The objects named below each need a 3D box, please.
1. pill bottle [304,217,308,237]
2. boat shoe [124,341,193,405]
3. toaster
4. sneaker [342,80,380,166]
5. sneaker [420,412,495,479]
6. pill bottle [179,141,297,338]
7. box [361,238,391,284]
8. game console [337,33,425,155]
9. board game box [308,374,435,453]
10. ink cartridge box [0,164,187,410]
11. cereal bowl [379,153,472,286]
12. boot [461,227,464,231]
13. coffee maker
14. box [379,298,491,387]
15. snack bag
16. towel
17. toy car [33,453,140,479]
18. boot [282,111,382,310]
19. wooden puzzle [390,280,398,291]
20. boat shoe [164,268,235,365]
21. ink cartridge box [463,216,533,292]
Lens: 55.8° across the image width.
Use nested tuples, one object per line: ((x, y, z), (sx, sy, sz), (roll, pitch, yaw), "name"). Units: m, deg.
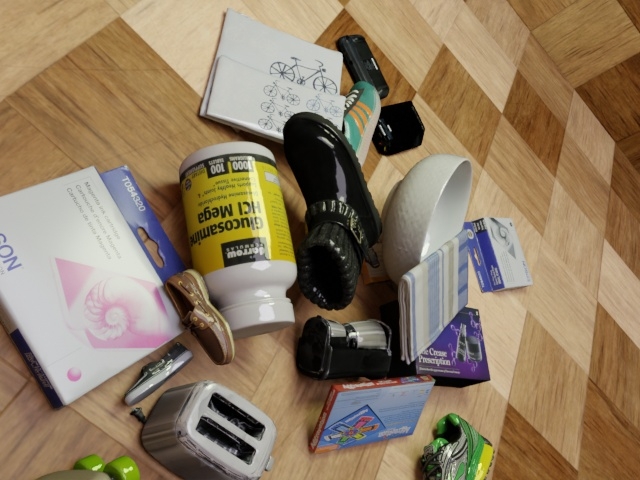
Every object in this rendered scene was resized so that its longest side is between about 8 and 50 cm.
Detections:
((0.000, 0.000, 1.335), (0.065, 0.065, 0.116), (12, 63, -37), "pill bottle")
((-0.275, 0.221, 1.008), (0.040, 0.049, 0.142), (44, 43, 9), "boat shoe")
((-0.180, 0.310, 0.974), (0.227, 0.146, 0.129), (42, 48, -19), "toaster")
((0.065, -0.301, 1.505), (0.121, 0.108, 0.302), (34, 53, -30), "sneaker")
((0.257, 0.520, 1.290), (0.146, 0.134, 0.343), (45, 38, -6), "sneaker")
((-0.147, 0.004, 1.118), (0.187, 0.188, 0.334), (1, 70, -41), "pill bottle")
((0.123, 0.036, 1.454), (0.081, 0.028, 0.136), (-3, 70, -42), "box")
((0.166, -0.416, 1.695), (0.213, 0.044, 0.361), (-23, 87, -46), "game console")
((0.111, 0.350, 1.233), (0.281, 0.027, 0.145), (6, 109, -40), "board game box")
((-0.364, 0.047, 0.993), (0.330, 0.071, 0.324), (-33, 93, -44), "ink cartridge box")
((0.232, -0.046, 1.409), (0.339, 0.141, 0.339), (-45, 144, -45), "cereal bowl")
((0.315, -0.091, 1.649), (0.213, 0.077, 0.165), (25, 55, -33), "boot")
((0.051, 0.242, 1.228), (0.178, 0.120, 0.171), (7, 67, -38), "coffee maker")
((0.274, 0.245, 1.438), (0.261, 0.103, 0.184), (13, 60, -37), "box")
((-0.089, -0.367, 1.393), (0.323, 0.037, 0.343), (16, 59, -16), "snack bag")
((0.251, 0.114, 1.317), (0.285, 0.034, 0.209), (-31, 125, -45), "towel")
((-0.328, 0.410, 0.813), (0.155, 0.148, 0.189), (-13, 90, -54), "toy car")
((0.001, -0.062, 1.194), (0.348, 0.131, 0.260), (57, 36, -18), "boot")
((0.197, 0.087, 1.503), (0.078, 0.014, 0.116), (-26, 89, -45), "wooden puzzle")
((-0.206, 0.133, 1.011), (0.060, 0.064, 0.178), (-15, 71, -54), "boat shoe")
((0.527, 0.039, 1.793), (0.224, 0.045, 0.223), (-2, 72, -41), "ink cartridge box")
